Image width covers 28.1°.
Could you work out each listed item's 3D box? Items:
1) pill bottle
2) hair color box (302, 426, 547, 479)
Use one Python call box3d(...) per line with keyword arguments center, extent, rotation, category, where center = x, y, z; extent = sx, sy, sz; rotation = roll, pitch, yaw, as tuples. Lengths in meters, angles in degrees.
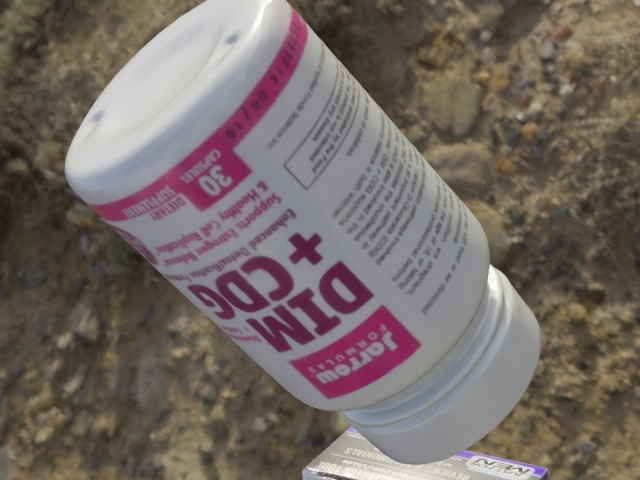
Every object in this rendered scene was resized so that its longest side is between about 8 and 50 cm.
box3d(center=(0.000, 0.000, 0.767), extent=(0.160, 0.283, 0.160), rotation=(-34, 28, 21), category="pill bottle")
box3d(center=(0.086, 0.346, 1.099), extent=(0.185, 0.110, 0.338), rotation=(9, 111, 25), category="hair color box")
